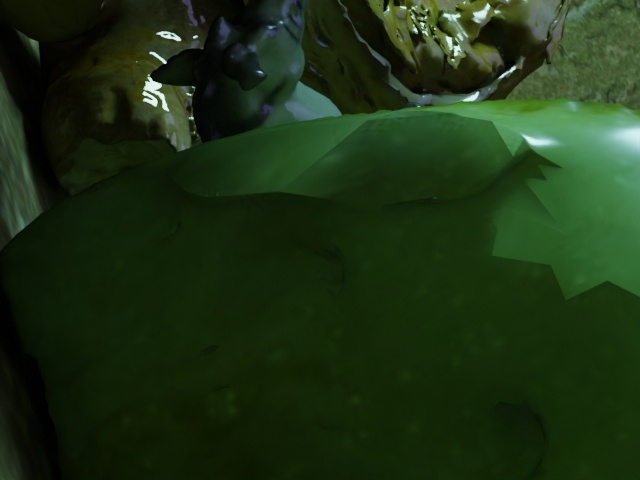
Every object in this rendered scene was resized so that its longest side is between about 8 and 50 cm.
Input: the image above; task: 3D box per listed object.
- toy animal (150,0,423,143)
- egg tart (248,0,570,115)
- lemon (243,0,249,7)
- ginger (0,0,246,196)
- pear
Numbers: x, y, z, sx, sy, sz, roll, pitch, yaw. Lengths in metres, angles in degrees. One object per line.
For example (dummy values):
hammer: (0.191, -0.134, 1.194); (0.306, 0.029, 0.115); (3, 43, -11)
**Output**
toy animal: (-0.026, -0.005, 0.713); (0.176, 0.217, 0.073); (-2, 45, -49)
egg tart: (0.028, -0.195, 0.874); (0.291, 0.107, 0.290); (0, 90, -45)
lemon: (-0.074, -0.254, 0.994); (0.288, 0.233, 0.233); (54, 12, -40)
ginger: (-0.080, -0.074, 0.804); (0.157, 0.102, 0.216); (38, 38, -65)
pear: (0.089, 0.112, 0.579); (0.238, 0.318, 0.342); (48, 20, -62)
